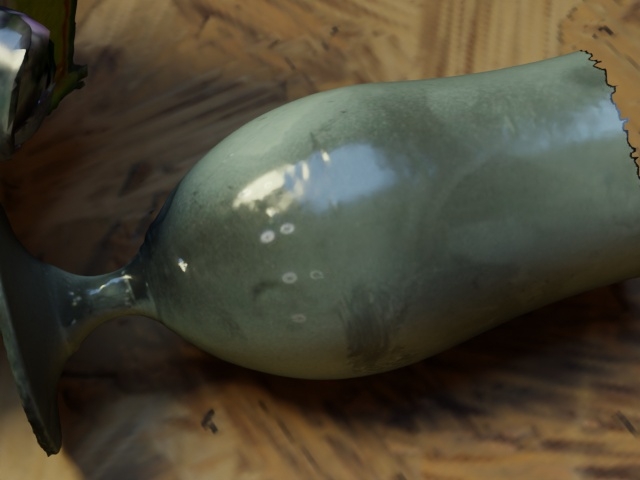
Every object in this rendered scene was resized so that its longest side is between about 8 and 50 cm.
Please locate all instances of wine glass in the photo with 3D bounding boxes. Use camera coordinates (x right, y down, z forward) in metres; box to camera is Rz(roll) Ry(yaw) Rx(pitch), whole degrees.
[{"bbox_3d":[0.000,0.000,0.617,0.202,0.093,0.093,-13,47,-3],"label":"wine glass"}]

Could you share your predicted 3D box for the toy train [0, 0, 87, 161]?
[{"bbox_3d":[-0.193,-0.097,0.625,0.261,0.134,0.177,17,38,12],"label":"toy train"}]
